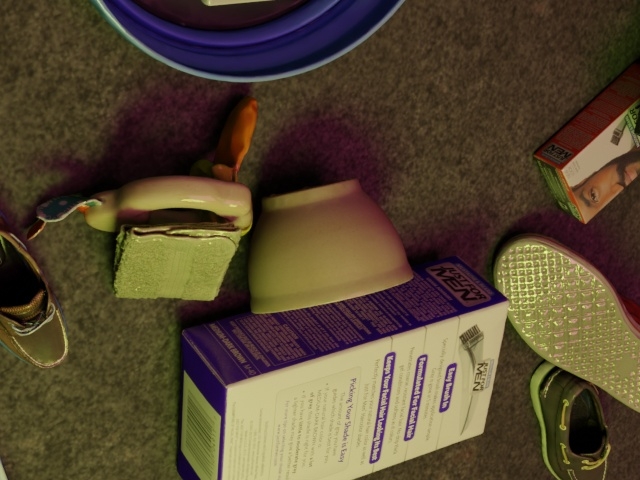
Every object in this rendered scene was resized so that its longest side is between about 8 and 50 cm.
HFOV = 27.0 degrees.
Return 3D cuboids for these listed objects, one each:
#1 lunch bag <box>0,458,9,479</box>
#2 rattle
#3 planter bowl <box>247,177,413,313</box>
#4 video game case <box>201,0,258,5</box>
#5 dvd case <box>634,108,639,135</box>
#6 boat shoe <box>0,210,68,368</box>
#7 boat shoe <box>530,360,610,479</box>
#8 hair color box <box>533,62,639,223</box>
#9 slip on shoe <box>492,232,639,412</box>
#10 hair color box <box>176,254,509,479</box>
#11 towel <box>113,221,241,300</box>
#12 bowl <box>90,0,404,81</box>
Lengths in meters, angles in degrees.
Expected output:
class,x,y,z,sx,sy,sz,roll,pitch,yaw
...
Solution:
class,x,y,z,sx,sy,sz,roll,pitch,yaw
lunch bag,-0.362,0.242,1.189,0.176,0.090,0.219,-25,124,-21
rattle,-0.159,-0.068,1.200,0.199,0.130,0.143,2,89,-1
planter bowl,0.000,0.000,1.290,0.162,0.162,0.109,-15,94,-28
video game case,-0.032,-0.279,1.107,0.143,0.019,0.157,-11,119,-29
dvd case,0.438,-0.215,1.506,0.179,0.029,0.239,14,91,-46
boat shoe,-0.269,0.052,1.174,0.066,0.066,0.183,-35,127,-15
boat shoe,0.323,0.247,1.674,0.081,0.068,0.228,-36,128,-15
hair color box,0.330,-0.110,1.513,0.167,0.053,0.093,-41,130,-9
slip on shoe,0.320,0.095,1.585,0.331,0.101,0.123,36,109,-27
hair color box,0.023,0.150,1.386,0.338,0.110,0.185,-13,127,-28
towel,-0.134,0.021,1.210,0.110,0.027,0.148,0,156,-14
bowl,-0.055,-0.331,1.127,0.391,0.077,0.391,-15,120,-28
